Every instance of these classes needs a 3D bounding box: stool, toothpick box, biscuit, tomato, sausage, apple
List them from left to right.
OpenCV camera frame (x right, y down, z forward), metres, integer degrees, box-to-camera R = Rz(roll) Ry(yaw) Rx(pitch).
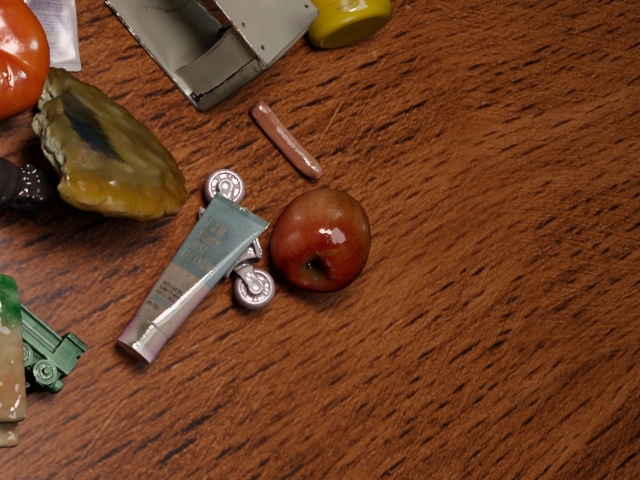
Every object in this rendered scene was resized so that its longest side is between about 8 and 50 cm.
[{"bbox_3d":[-0.542,-0.279,1.649,0.259,0.180,0.260,9,74,-32],"label":"tomato"},{"bbox_3d":[-0.356,-0.162,1.725,0.335,0.078,0.329,48,20,15],"label":"biscuit"},{"bbox_3d":[-0.188,-0.401,1.890,0.270,0.243,0.170,49,55,-13],"label":"stool"},{"bbox_3d":[-0.063,-0.186,2.038,0.186,0.043,0.043,48,55,-13],"label":"sausage"},{"bbox_3d":[0.000,0.000,1.951,0.181,0.181,0.168,30,39,-24],"label":"apple"},{"bbox_3d":[0.019,-0.528,2.120,0.175,0.175,0.271,-16,82,-37],"label":"toothpick box"}]

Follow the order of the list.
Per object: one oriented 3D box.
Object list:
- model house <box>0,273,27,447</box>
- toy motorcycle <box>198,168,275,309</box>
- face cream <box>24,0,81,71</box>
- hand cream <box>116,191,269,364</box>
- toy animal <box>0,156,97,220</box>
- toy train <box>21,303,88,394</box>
[{"bbox_3d":[-0.567,0.175,1.417,0.280,0.312,0.245,2,78,-36],"label":"model house"},{"bbox_3d":[-0.155,0.001,1.898,0.112,0.112,0.254,-12,82,-37],"label":"toy motorcycle"},{"bbox_3d":[-0.462,-0.395,1.823,0.114,0.070,0.224,-3,90,-35],"label":"face cream"},{"bbox_3d":[-0.214,0.061,1.798,0.111,0.070,0.312,29,71,14],"label":"hand cream"},{"bbox_3d":[-0.506,-0.084,1.627,0.343,0.168,0.106,9,76,-50],"label":"toy animal"},{"bbox_3d":[-0.448,0.157,1.657,0.170,0.071,0.111,44,47,-15],"label":"toy train"}]
